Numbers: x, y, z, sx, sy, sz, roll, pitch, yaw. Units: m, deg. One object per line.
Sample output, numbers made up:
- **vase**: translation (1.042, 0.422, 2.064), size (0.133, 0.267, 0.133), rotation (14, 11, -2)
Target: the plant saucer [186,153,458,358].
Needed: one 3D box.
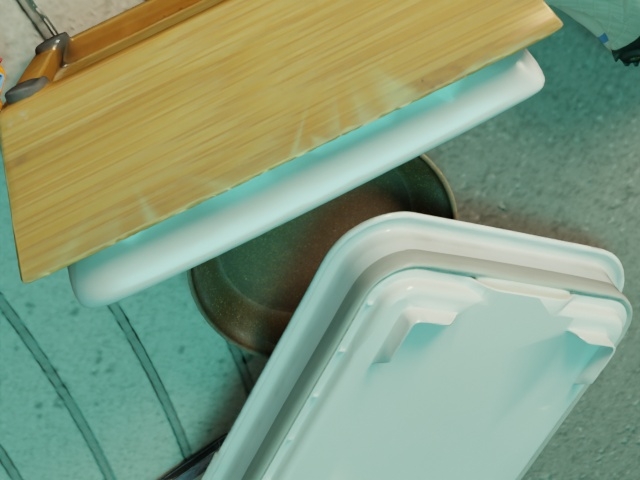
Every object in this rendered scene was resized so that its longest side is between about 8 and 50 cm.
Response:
- **plant saucer**: translation (0.000, 0.000, 0.826), size (0.198, 0.036, 0.199), rotation (-7, 124, -11)

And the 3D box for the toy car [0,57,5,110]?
- **toy car**: translation (-0.233, -0.117, 0.667), size (0.040, 0.060, 0.122), rotation (-48, 123, 6)

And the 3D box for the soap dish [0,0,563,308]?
- **soap dish**: translation (-0.038, -0.095, 0.646), size (0.291, 0.229, 0.118), rotation (-25, 109, 1)

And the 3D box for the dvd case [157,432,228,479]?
- **dvd case**: translation (-0.078, 0.271, 0.995), size (0.164, 0.018, 0.221), rotation (-35, 125, 9)

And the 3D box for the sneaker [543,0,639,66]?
- **sneaker**: translation (0.186, -0.176, 0.741), size (0.237, 0.086, 0.085), rotation (15, 154, -37)

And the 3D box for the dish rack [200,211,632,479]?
- **dish rack**: translation (0.081, 0.141, 0.893), size (0.285, 0.072, 0.333), rotation (10, 122, -31)
